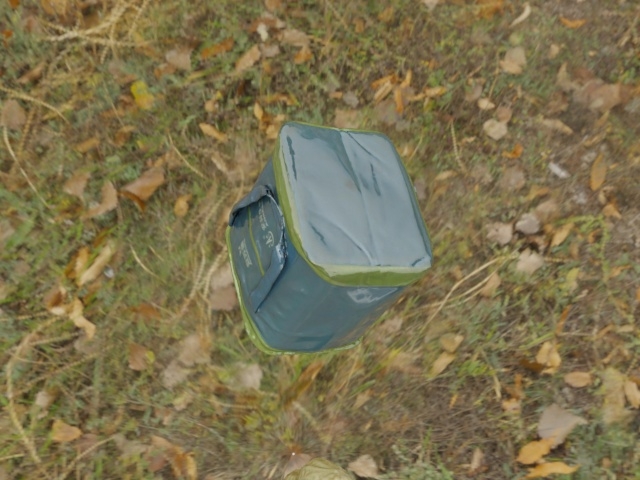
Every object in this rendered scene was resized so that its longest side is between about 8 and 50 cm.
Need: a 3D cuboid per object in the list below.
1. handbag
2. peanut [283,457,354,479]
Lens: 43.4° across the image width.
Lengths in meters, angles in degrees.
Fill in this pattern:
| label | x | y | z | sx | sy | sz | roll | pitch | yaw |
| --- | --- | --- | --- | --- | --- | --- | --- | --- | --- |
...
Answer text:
| label | x | y | z | sx | sy | sz | roll | pitch | yaw |
| --- | --- | --- | --- | --- | --- | --- | --- | --- | --- |
| handbag | 0.000 | 0.000 | 1.083 | 0.222 | 0.241 | 0.263 | -2 | 58 | -29 |
| peanut | -0.010 | 0.401 | 1.293 | 0.083 | 0.194 | 0.093 | -31 | 92 | -33 |
